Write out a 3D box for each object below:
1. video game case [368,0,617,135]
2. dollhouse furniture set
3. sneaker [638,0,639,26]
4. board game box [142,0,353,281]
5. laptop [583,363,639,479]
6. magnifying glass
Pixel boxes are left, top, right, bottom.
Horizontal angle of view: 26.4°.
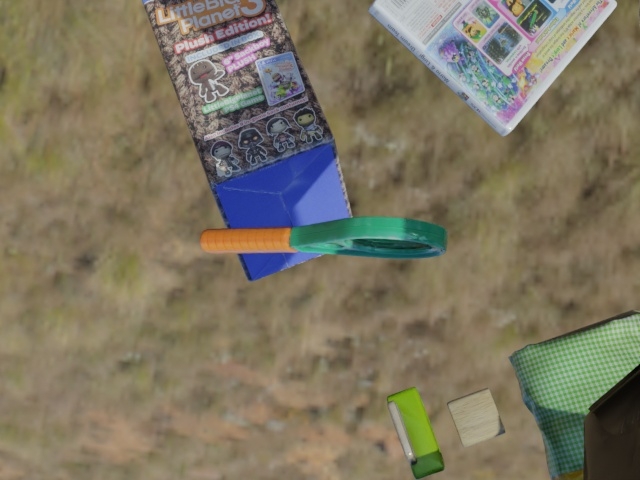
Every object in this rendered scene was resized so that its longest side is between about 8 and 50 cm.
[{"bbox_3d":[0.136,-0.181,1.060,0.143,0.157,0.019,43,157,-3],"label":"video game case"},{"bbox_3d":[0.236,0.197,1.405,0.302,0.197,0.151,-20,165,3],"label":"dollhouse furniture set"},{"bbox_3d":[0.464,-0.278,1.473,0.275,0.110,0.107,-7,177,42],"label":"sneaker"},{"bbox_3d":[-0.081,-0.143,1.571,0.141,0.291,0.232,-21,150,-3],"label":"board game box"},{"bbox_3d":[0.356,0.209,0.808,0.236,0.408,0.382,-29,163,-47],"label":"laptop"},{"bbox_3d":[0.000,0.000,1.186,0.231,0.026,0.092,1,169,27],"label":"magnifying glass"}]
